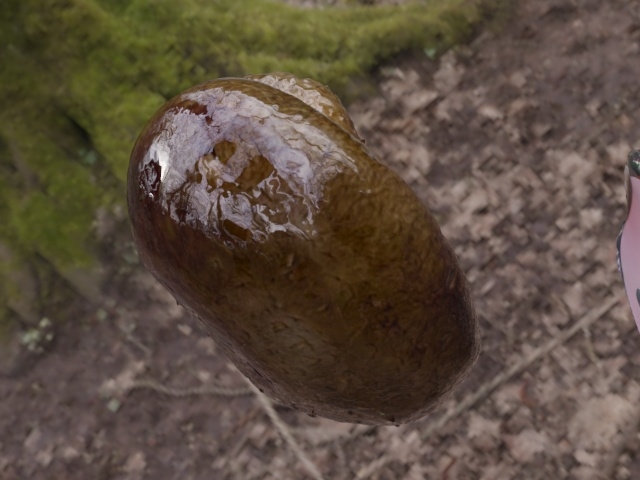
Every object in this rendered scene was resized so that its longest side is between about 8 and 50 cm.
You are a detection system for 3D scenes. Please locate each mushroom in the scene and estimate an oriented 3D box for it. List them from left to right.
[{"bbox_3d":[-0.016,0.019,1.108,0.239,0.345,0.345,-52,36,10],"label":"mushroom"}]

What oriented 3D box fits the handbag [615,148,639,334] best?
[{"bbox_3d":[0.237,0.023,0.708,0.116,0.205,0.179,-19,63,0],"label":"handbag"}]
